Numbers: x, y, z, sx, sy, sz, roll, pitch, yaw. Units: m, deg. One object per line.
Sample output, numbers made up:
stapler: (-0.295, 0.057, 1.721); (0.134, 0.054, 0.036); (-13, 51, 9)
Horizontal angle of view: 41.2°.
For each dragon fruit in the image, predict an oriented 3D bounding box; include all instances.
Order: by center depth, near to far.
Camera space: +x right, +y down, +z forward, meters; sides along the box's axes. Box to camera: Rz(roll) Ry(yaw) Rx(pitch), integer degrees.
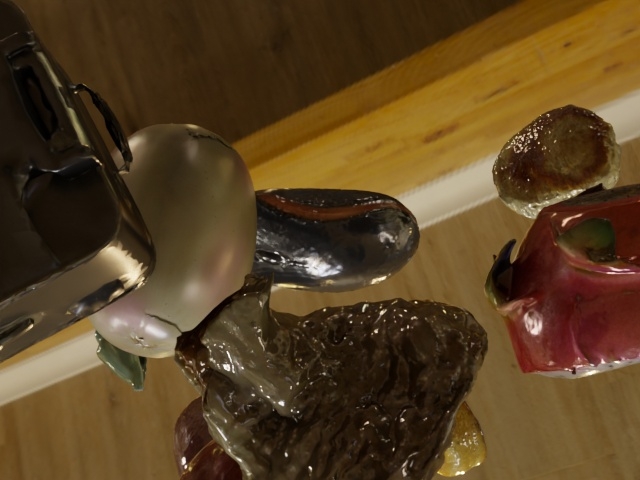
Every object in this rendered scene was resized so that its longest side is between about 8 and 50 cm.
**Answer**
dragon fruit: (0.317, 0.029, 0.901); (0.290, 0.290, 0.189); (-17, -93, 21)

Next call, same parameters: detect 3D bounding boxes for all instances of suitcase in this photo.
suitcase: (-0.362, 0.003, 0.714); (0.433, 0.194, 0.283); (-29, -104, -5)

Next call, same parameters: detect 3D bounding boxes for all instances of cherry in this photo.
cherry: (-0.144, 0.388, 1.526); (0.221, 0.261, 0.307); (-48, -130, -5)

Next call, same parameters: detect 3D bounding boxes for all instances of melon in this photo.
melon: (-0.191, -0.008, 1.076); (0.223, 0.223, 0.317); (-10, -130, 23)

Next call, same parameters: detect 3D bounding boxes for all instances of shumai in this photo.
shumai: (-0.001, 0.092, 0.562); (0.175, 0.166, 0.206); (43, -93, 1)

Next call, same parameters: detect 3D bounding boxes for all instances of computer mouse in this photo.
computer mouse: (0.001, 0.003, 1.361); (0.323, 0.183, 0.116); (1, -139, -5)

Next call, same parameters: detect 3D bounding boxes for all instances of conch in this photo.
conch: (-0.325, 0.179, 1.376); (0.065, 0.088, 0.180); (-31, -118, -13)

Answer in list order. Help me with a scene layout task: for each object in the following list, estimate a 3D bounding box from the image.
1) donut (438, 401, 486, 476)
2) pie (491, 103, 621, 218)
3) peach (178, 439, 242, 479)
donut: (0.159, 0.255, 1.172); (0.058, 0.152, 0.152); (-29, -121, -26)
pie: (0.373, -0.126, 1.364); (0.205, 0.084, 0.179); (-21, -137, 27)
peach: (-0.040, 0.271, 0.779); (0.232, 0.256, 0.233); (3, -84, 29)
